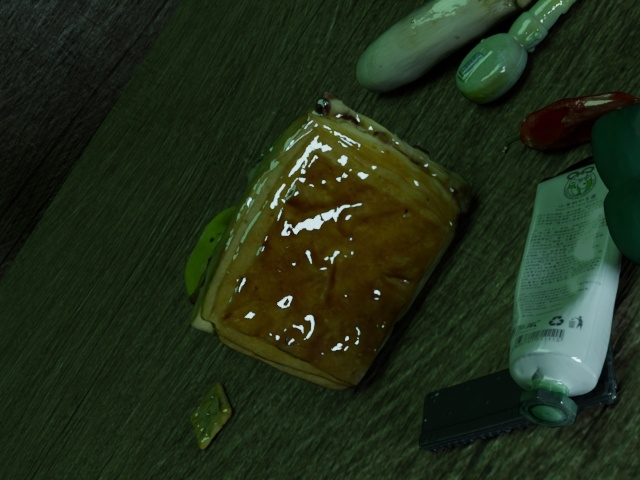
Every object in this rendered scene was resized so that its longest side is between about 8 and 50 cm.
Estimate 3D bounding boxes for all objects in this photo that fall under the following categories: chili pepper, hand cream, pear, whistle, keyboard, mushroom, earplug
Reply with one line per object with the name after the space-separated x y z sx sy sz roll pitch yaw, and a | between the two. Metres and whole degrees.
0.286 -0.139 0.925 0.191 0.059 0.050 -15 42 51 | chili pepper
0.252 0.030 0.803 0.121 0.076 0.336 -17 38 40 | hand cream
-0.098 0.049 1.160 0.198 0.198 0.198 -35 38 33 | pear
0.262 -0.270 1.073 0.198 0.057 0.104 -47 27 17 | whistle
0.197 0.163 0.816 0.231 0.023 0.072 -28 35 38 | keyboard
0.179 -0.316 1.200 0.351 0.095 0.122 -22 10 44 | mushroom
0.374 -0.083 0.702 0.257 0.164 0.280 15 85 20 | earplug

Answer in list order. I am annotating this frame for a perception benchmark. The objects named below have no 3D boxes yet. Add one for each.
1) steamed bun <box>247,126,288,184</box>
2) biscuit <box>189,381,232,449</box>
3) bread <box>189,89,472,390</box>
-0.044 -0.115 1.317 0.231 0.110 0.212 -45 34 25 | steamed bun
-0.172 0.271 1.235 0.081 0.018 0.083 -53 31 9 | biscuit
0.000 0.000 1.003 0.325 0.277 0.167 -62 27 0 | bread
